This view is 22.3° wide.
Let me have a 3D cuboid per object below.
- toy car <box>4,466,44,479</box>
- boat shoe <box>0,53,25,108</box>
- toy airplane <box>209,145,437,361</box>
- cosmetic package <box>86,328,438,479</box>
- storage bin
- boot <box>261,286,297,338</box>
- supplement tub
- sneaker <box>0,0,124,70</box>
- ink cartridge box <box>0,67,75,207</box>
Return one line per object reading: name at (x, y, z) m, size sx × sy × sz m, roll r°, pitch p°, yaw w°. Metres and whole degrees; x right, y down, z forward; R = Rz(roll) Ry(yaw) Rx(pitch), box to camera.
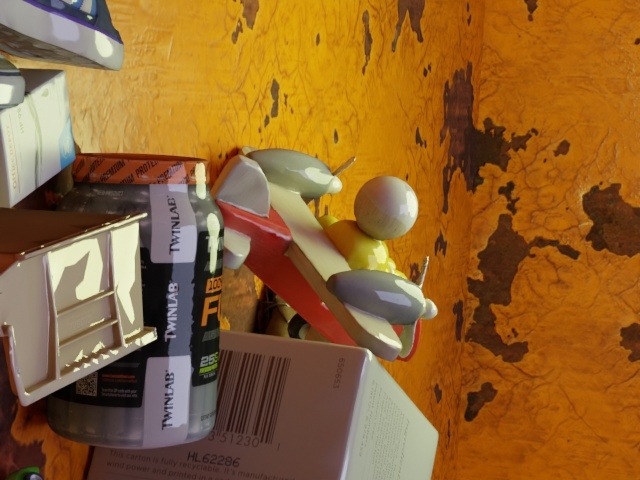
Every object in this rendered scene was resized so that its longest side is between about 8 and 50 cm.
toy car at (-0.327, 0.327, 1.673) m, size 0.239 × 0.053 × 0.225 m, roll -51°, pitch -151°, yaw 35°
boat shoe at (-0.362, -0.167, 1.449) m, size 0.302 × 0.109 × 0.094 m, roll -4°, pitch 97°, yaw -68°
toy airplane at (0.000, 0.000, 2.144) m, size 0.386 × 0.272 × 0.384 m, roll 51°, pitch 6°, yaw 7°
cosmetic package at (-0.069, 0.326, 2.069) m, size 0.393 × 0.330 × 0.327 m, roll 51°, pitch 47°, yaw -62°
storage bin at (-0.316, 0.047, 1.390) m, size 0.260 × 0.262 × 0.123 m, roll -27°, pitch 119°, yaw -68°
boot at (-0.061, 0.125, 2.449) m, size 0.115 × 0.112 × 0.305 m, roll 56°, pitch 37°, yaw -14°
supplement tub at (-0.207, 0.062, 1.816) m, size 0.193 × 0.194 × 0.316 m, roll -15°, pitch 109°, yaw -70°
sneaker at (-0.277, -0.310, 1.614) m, size 0.323 × 0.130 × 0.236 m, roll 18°, pitch 81°, yaw -65°
ink cartridge box at (-0.320, -0.100, 1.648) m, size 0.180 × 0.060 × 0.104 m, roll -50°, pitch 141°, yaw -59°
